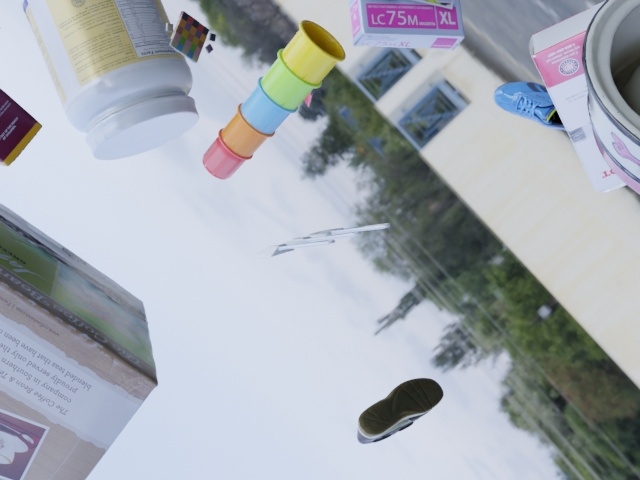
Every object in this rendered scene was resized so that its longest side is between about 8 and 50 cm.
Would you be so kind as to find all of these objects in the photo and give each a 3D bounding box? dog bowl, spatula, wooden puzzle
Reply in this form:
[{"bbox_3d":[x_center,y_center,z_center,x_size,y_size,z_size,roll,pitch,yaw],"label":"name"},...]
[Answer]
[{"bbox_3d":[0.568,-0.200,1.287,0.408,0.408,0.150,52,164,31],"label":"dog bowl"},{"bbox_3d":[0.000,0.000,1.633,0.242,0.168,0.019,-5,99,56],"label":"spatula"},{"bbox_3d":[-0.170,-0.263,1.180,0.006,0.049,0.083,12,168,40],"label":"wooden puzzle"}]

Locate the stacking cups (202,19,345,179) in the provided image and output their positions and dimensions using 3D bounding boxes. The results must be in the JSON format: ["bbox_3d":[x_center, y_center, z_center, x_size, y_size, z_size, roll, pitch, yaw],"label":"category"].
[{"bbox_3d":[-0.089,-0.223,1.543,0.096,0.316,0.096,32,-152,-20],"label":"stacking cups"}]

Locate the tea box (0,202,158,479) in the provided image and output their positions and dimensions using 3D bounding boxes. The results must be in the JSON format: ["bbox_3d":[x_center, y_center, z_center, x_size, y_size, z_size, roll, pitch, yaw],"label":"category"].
[{"bbox_3d":[-0.369,0.096,0.948,0.329,0.220,0.323,37,-179,-18],"label":"tea box"}]

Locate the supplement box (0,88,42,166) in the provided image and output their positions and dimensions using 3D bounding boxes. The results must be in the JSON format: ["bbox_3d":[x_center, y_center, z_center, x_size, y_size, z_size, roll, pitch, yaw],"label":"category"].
[{"bbox_3d":[-0.502,-0.195,1.284,0.188,0.081,0.104,45,161,-31],"label":"supplement box"}]

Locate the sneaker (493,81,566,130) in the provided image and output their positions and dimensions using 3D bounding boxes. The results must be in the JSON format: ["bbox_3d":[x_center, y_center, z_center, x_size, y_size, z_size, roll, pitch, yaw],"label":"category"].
[{"bbox_3d":[0.428,-0.263,1.781,0.209,0.069,0.082,23,-155,28],"label":"sneaker"}]

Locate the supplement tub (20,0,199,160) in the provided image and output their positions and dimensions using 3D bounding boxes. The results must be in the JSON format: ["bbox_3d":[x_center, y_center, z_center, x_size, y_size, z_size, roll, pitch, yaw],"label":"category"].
[{"bbox_3d":[-0.375,-0.337,1.646,0.331,0.241,0.241,67,-169,4],"label":"supplement tub"}]

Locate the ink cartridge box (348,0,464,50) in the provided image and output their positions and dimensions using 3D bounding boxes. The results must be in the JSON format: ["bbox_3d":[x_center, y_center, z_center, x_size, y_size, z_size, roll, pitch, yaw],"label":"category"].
[{"bbox_3d":[0.134,-0.480,1.548,0.065,0.186,0.311,138,127,-68],"label":"ink cartridge box"}]

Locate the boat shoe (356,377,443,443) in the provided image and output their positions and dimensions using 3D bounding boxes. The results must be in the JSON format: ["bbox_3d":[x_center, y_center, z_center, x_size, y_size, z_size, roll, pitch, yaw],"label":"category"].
[{"bbox_3d":[0.162,0.362,1.927,0.223,0.073,0.080,-23,-117,-33],"label":"boat shoe"}]

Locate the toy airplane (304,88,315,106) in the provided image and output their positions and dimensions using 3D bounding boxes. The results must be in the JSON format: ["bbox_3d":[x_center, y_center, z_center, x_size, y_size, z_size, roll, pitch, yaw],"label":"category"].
[{"bbox_3d":[-0.026,-0.356,1.867,0.028,0.151,0.151,2,-154,-16],"label":"toy airplane"}]

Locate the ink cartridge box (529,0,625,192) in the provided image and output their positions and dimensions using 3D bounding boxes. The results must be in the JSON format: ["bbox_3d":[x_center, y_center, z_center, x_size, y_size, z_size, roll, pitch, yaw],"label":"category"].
[{"bbox_3d":[0.506,-0.251,1.541,0.283,0.207,0.117,58,-157,-22],"label":"ink cartridge box"}]
